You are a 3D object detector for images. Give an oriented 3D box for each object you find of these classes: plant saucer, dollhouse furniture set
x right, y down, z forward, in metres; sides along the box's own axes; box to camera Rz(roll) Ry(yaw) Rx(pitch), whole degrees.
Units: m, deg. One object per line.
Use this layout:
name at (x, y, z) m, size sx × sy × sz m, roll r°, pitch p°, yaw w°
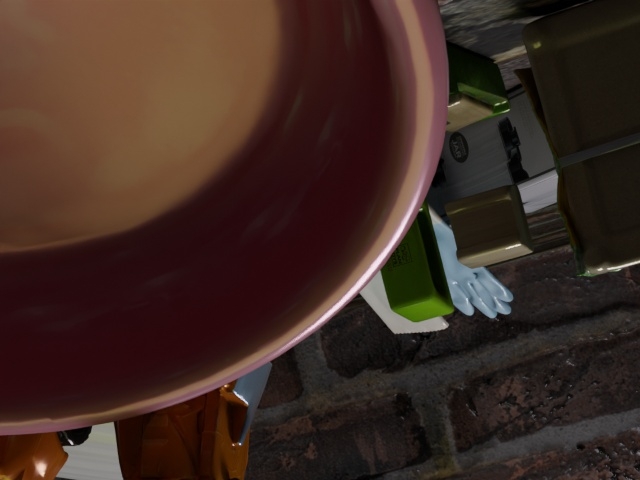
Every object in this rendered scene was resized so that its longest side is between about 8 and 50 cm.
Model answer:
plant saucer at (-0.124, -0.060, 0.590) m, size 0.332 × 0.084 × 0.332 m, roll -4°, pitch 137°, yaw -4°
dollhouse furniture set at (0.191, -0.067, 1.253) m, size 0.302 × 0.197 × 0.151 m, roll -16°, pitch 172°, yaw 19°

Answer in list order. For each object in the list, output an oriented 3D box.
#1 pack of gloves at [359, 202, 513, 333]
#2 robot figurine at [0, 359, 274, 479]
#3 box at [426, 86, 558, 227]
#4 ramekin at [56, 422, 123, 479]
pack of gloves at (0.075, -0.005, 1.625) m, size 0.195 × 0.232 × 0.046 m, roll -8°, pitch -139°, yaw 51°
robot figurine at (-0.098, -0.014, 0.780) m, size 0.211 × 0.291 × 0.085 m, roll -3°, pitch 158°, yaw 16°
box at (0.218, -0.092, 1.571) m, size 0.169 × 0.087 × 0.290 m, roll -10°, pitch 171°, yaw -36°
ramekin at (-0.153, 0.024, 1.051) m, size 0.127 × 0.272 × 0.273 m, roll 2°, pitch 167°, yaw -22°
